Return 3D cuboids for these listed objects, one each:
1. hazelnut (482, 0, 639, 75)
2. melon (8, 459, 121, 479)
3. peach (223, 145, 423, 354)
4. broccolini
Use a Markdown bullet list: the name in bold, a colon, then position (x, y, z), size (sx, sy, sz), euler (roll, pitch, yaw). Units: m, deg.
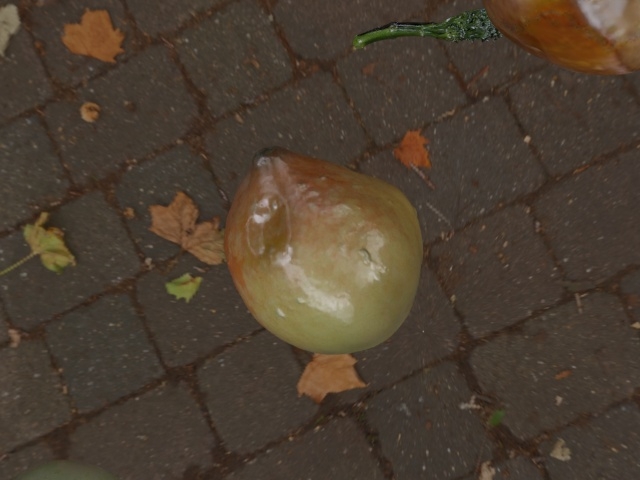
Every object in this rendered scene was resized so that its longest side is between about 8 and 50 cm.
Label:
- **hazelnut**: position (0.186, -0.192, 0.543), size (0.150, 0.150, 0.150), euler (-1, 83, 7)
- **melon**: position (-0.399, 0.485, 1.150), size (0.268, 0.268, 0.330), euler (4, 47, 8)
- **peach**: position (0.000, 0.000, 0.829), size (0.232, 0.232, 0.232), euler (-1, 83, 7)
- **broccolini**: position (0.143, -0.291, 1.111), size (0.239, 0.051, 0.054), euler (4, 83, 37)
